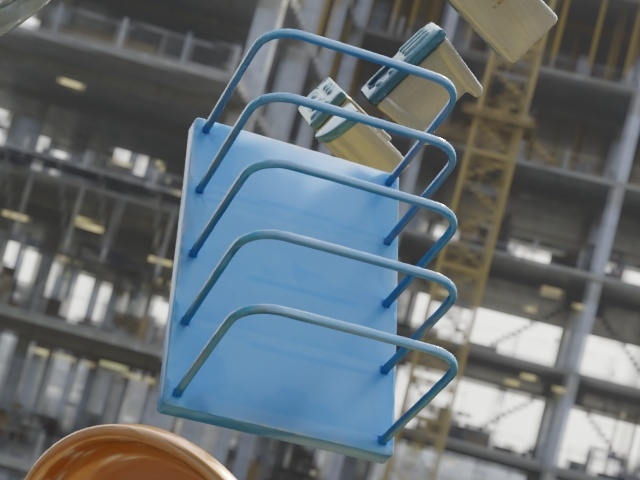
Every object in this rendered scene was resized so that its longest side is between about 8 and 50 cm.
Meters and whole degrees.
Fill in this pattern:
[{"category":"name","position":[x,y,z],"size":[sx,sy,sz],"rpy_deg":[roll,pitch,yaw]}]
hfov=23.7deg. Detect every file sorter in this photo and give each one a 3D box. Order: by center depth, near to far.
[{"category":"file sorter","position":[0.000,0.000,0.736],"size":[0.118,0.170,0.104],"rpy_deg":[15,-36,-17]}]

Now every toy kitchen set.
[{"category":"toy kitchen set","position":[0.065,-0.167,1.284],"size":[0.122,0.207,0.166],"rpy_deg":[44,5,-17]}]

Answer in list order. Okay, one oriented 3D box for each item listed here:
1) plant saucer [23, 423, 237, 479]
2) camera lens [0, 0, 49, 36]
[{"category":"plant saucer","position":[-0.086,0.192,0.802],"size":[0.200,0.200,0.037],"rpy_deg":[10,12,33]},{"category":"camera lens","position":[-0.185,-0.221,0.590],"size":[0.219,0.219,0.274],"rpy_deg":[15,-42,-4]}]
